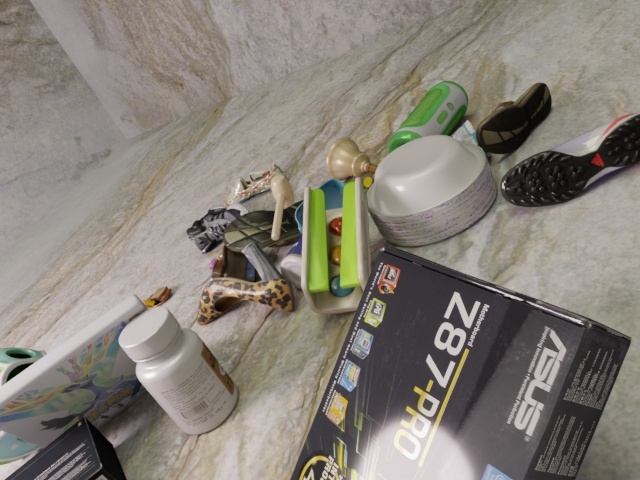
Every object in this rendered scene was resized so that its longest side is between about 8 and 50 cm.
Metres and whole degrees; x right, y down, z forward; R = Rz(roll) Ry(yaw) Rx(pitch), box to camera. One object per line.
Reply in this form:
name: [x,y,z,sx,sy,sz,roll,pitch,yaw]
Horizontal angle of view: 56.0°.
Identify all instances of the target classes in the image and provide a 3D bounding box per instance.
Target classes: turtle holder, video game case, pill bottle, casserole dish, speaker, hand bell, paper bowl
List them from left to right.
turtle holder: [-0.628,0.349,1.280,0.228,0.320,0.243,-30,44,32]
video game case: [-0.440,0.276,1.182,0.329,0.299,0.036,-37,61,-13]
pill bottle: [-0.262,0.237,1.112,0.131,0.229,0.131,-22,28,13]
pill bottle: [-0.014,0.024,1.381,0.094,0.094,0.169,-7,35,37]
casserole dish: [0.013,-0.072,1.514,0.188,0.114,0.037,-44,6,-23]
hand bell: [0.139,-0.191,1.621,0.126,0.126,0.242,-41,42,-21]
paper bowl: [0.235,-0.127,1.344,0.285,0.148,0.284,-22,29,13]
speaker: [0.293,-0.311,1.618,0.131,0.131,0.296,-2,38,42]

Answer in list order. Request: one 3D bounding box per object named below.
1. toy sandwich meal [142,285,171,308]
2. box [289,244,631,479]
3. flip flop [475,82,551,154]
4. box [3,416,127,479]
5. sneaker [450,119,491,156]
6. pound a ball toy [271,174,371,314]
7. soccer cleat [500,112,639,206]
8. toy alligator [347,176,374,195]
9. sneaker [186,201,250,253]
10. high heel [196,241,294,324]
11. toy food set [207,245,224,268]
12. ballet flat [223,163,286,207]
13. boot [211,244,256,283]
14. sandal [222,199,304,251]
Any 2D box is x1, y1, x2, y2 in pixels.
toy sandwich meal: [-0.449,0.153,1.652,0.086,0.029,0.085,-23,28,13]
box: [0.123,0.231,0.696,0.318,0.097,0.394,24,92,54]
flip flop: [0.458,-0.297,1.450,0.277,0.112,0.080,-40,33,-28]
box: [-0.488,0.472,1.074,0.261,0.103,0.184,-39,32,-16]
sneaker: [0.364,-0.234,1.497,0.083,0.071,0.190,-32,19,14]
pound a ball toy: [0.000,0.000,1.278,0.208,0.135,0.319,-9,50,11]
soccer cleat: [0.512,-0.157,1.197,0.319,0.108,0.116,-26,5,14]
toy alligator: [0.142,-0.134,1.552,0.190,0.056,0.051,-1,81,41]
sneaker: [-0.290,-0.029,1.739,0.153,0.101,0.269,-43,24,-23]
high heel: [-0.175,0.154,1.362,0.261,0.093,0.186,-49,64,21]
toy food set: [-0.268,0.063,1.645,0.078,0.019,0.122,-31,36,-4]
ballet flat: [-0.224,-0.185,1.956,0.241,0.077,0.091,-23,29,14]
boot: [-0.203,0.065,1.538,0.106,0.082,0.219,5,28,3]
sandal: [-0.100,-0.025,1.555,0.303,0.086,0.120,-15,49,-14]
